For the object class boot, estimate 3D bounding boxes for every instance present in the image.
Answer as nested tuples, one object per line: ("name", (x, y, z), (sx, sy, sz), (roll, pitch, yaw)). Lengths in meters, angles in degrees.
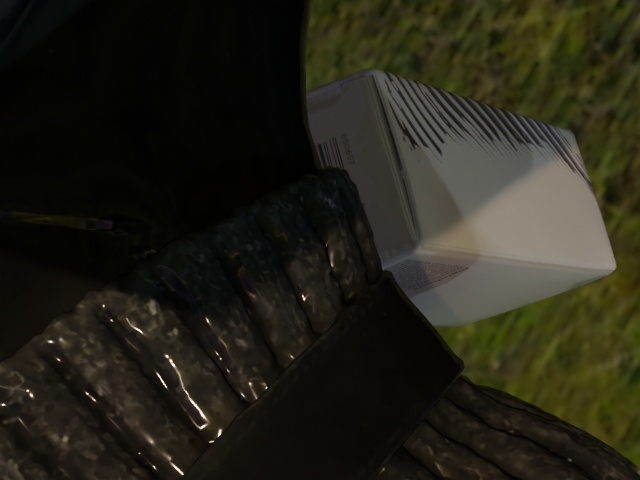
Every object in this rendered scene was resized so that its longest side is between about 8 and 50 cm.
("boot", (-0.001, 0.003, 0.547), (0.260, 0.348, 0.131), (29, 151, 7))

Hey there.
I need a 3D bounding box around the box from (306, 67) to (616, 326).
("box", (0.054, -0.014, 0.969), (0.113, 0.094, 0.275), (-21, 168, 24))
